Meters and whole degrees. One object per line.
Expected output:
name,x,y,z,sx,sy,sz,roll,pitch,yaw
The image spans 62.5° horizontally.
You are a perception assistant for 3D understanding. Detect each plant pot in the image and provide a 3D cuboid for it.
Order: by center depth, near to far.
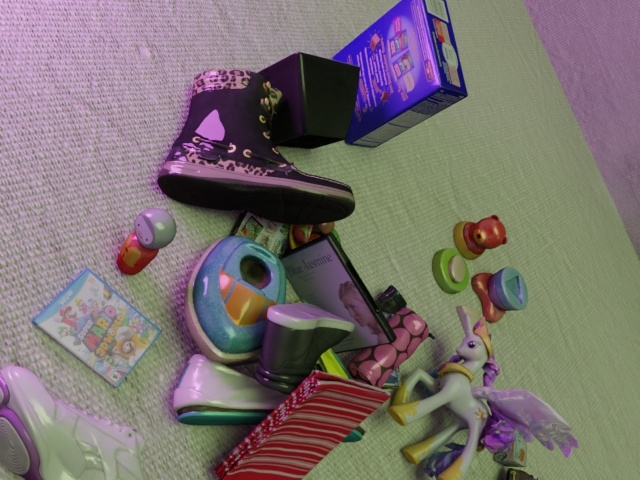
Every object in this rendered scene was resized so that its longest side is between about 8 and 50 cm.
plant pot,-0.033,-0.305,1.208,0.188,0.188,0.166,-2,89,-41

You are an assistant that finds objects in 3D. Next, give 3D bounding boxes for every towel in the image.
towel,-0.028,0.336,0.904,0.199,0.275,0.031,28,22,-41

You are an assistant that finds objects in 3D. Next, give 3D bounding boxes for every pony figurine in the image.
pony figurine,0.355,0.394,1.227,0.364,0.303,0.350,-36,89,-27

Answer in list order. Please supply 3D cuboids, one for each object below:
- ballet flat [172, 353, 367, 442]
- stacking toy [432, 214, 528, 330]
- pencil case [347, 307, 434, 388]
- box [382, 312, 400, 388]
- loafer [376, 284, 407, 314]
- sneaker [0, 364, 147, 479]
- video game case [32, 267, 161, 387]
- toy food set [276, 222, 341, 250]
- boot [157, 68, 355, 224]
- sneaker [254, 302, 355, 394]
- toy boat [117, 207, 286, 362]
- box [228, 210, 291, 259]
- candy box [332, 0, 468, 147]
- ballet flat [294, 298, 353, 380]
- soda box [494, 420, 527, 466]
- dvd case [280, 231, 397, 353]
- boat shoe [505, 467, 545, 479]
ballet flat,-0.073,0.287,0.979,0.401,0.139,0.139,20,62,-30
stacking toy,0.475,0.096,1.506,0.280,0.130,0.308,-31,94,-43
pencil case,0.149,0.242,1.136,0.209,0.095,0.098,-36,140,-31
box,0.142,0.254,1.215,0.059,0.054,0.168,14,65,-36
loafer,0.195,0.187,1.293,0.061,0.062,0.170,-37,109,-3
sneaker,-0.353,0.297,0.763,0.305,0.114,0.152,61,33,-10
video game case,-0.358,0.141,0.861,0.166,0.015,0.119,46,50,-17
toy food set,0.000,0.000,1.149,0.217,0.071,0.128,60,42,-24
boot,-0.111,-0.190,1.063,0.378,0.138,0.284,7,62,-6
sneaker,-0.030,0.196,0.950,0.296,0.105,0.146,17,91,-66
toy boat,-0.191,0.064,0.920,0.318,0.148,0.267,30,39,-22
box,-0.108,-0.053,1.133,0.114,0.036,0.206,39,53,-23
candy box,0.186,-0.418,1.331,0.122,0.317,0.267,3,73,-41
ballet flat,-0.011,0.234,1.086,0.077,0.077,0.230,-32,98,-25
soda box,0.517,0.511,1.426,0.058,0.063,0.183,34,54,-25
dvd case,0.028,0.116,1.084,0.022,0.180,0.252,-37,99,-41
boat shoe,0.460,0.712,1.280,0.324,0.097,0.116,-53,149,-36
